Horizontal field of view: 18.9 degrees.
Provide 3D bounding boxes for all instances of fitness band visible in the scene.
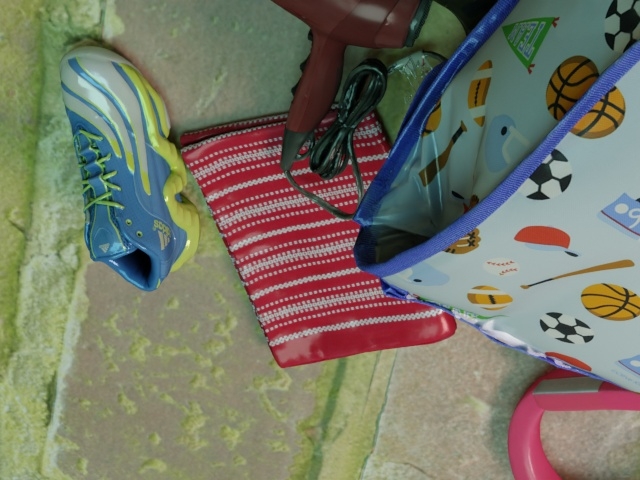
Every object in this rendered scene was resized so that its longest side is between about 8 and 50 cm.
[{"bbox_3d":[0.308,0.212,1.830,0.291,0.054,0.209,-2,121,39],"label":"fitness band"}]

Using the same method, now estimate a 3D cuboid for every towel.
[{"bbox_3d":[0.000,0.000,1.815,0.199,0.031,0.275,-10,123,20],"label":"towel"}]

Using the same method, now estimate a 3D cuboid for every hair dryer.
[{"bbox_3d":[0.005,-0.155,1.650,0.223,0.080,0.293,-25,108,26],"label":"hair dryer"}]

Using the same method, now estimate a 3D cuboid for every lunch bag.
[{"bbox_3d":[0.254,-0.055,1.546,0.328,0.239,0.385,23,125,-23],"label":"lunch bag"}]

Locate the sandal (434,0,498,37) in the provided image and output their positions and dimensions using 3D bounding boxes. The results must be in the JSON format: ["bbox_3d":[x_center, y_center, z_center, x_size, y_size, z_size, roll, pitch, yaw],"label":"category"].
[{"bbox_3d":[0.140,-0.203,1.597,0.090,0.060,0.219,-29,129,29],"label":"sandal"}]

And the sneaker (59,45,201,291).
[{"bbox_3d":[-0.180,-0.056,1.757,0.091,0.126,0.240,-13,123,23],"label":"sneaker"}]
